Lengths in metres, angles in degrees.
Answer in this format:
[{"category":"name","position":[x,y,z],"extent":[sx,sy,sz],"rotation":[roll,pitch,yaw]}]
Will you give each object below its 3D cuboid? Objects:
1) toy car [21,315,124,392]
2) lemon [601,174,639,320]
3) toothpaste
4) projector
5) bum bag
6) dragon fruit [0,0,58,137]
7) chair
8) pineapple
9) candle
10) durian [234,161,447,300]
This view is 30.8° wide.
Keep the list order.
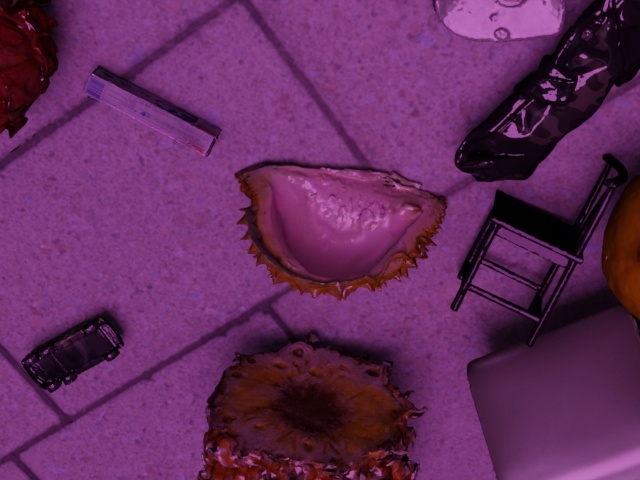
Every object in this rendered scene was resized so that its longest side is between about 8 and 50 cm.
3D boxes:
[{"category":"toy car","position":[-0.380,0.170,1.798],"extent":[0.165,0.062,0.071],"rotation":[-28,111,18]},{"category":"lemon","position":[0.499,0.009,1.512],"extent":[0.284,0.260,0.260],"rotation":[-18,119,-27]},{"category":"toothpaste","position":[-0.235,-0.180,1.622],"extent":[0.196,0.047,0.040],"rotation":[27,112,-7]},{"category":"projector","position":[0.374,0.258,1.631],"extent":[0.249,0.248,0.248],"rotation":[-23,150,16]},{"category":"bum bag","position":[0.317,-0.194,1.524],"extent":[0.144,0.095,0.340],"rotation":[11,130,-44]},{"category":"dragon fruit","position":[-0.470,-0.238,1.510],"extent":[0.244,0.244,0.298],"rotation":[17,99,-2]},{"category":"chair","position":[0.295,-0.009,1.584],"extent":[0.141,0.154,0.260],"rotation":[25,111,2]},{"category":"pineapple","position":[-0.017,0.339,1.689],"extent":[0.353,0.352,0.300],"rotation":[1,117,6]},{"category":"candle","position":[0.246,-0.326,1.489],"extent":[0.168,0.068,0.192],"rotation":[37,116,-15]},{"category":"durian","position":[0.010,0.008,1.612],"extent":[0.305,0.195,0.185],"rotation":[16,123,-4]}]
